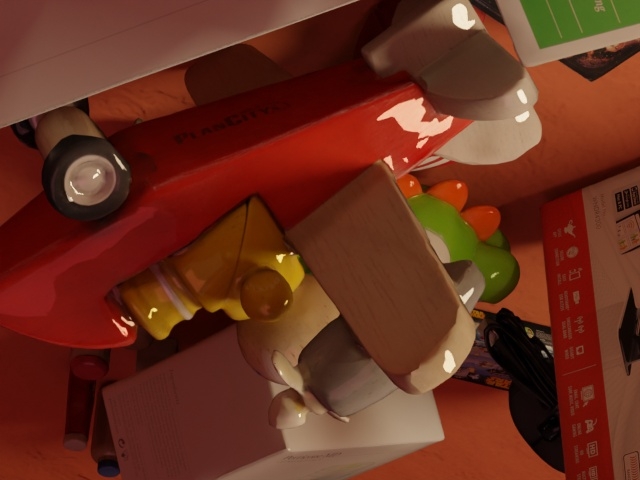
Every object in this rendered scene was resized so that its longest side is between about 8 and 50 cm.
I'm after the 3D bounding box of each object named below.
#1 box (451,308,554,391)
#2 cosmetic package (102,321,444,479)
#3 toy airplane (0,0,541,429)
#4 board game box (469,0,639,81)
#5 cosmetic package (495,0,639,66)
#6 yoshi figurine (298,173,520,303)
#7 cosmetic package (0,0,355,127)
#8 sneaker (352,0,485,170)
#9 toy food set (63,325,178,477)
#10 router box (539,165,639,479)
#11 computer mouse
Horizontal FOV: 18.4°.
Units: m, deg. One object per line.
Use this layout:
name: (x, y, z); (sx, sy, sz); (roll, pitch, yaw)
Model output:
box: (0.175, 0.111, 1.968); (0.137, 0.027, 0.094); (15, 142, -17)
cosmetic package: (-0.045, 0.168, 1.895); (0.225, 0.138, 0.224); (-29, 159, 39)
toy airplane: (-0.013, -0.023, 1.431); (0.384, 0.386, 0.272); (6, 124, 26)
board game box: (0.175, -0.223, 1.446); (0.243, 0.042, 0.165); (28, 137, -31)
cosmetic package: (0.271, -0.264, 1.219); (0.366, 0.155, 0.197); (-14, 125, 22)
yoshi figurine: (-0.007, 0.027, 1.740); (0.362, 0.203, 0.203); (13, 159, -19)
cosmetic package: (-0.121, -0.247, 1.203); (0.377, 0.097, 0.284); (-16, 100, 27)
sneaker: (0.092, -0.134, 1.609); (0.128, 0.087, 0.221); (3, 147, -38)
toy food set: (-0.202, 0.165, 1.999); (0.111, 0.104, 0.232); (2, 145, 0)
router box: (0.342, 0.069, 1.630); (0.301, 0.335, 0.082); (-23, 138, 26)
computer mouse: (0.218, 0.164, 1.854); (0.072, 0.188, 0.272); (-42, 166, 1)
